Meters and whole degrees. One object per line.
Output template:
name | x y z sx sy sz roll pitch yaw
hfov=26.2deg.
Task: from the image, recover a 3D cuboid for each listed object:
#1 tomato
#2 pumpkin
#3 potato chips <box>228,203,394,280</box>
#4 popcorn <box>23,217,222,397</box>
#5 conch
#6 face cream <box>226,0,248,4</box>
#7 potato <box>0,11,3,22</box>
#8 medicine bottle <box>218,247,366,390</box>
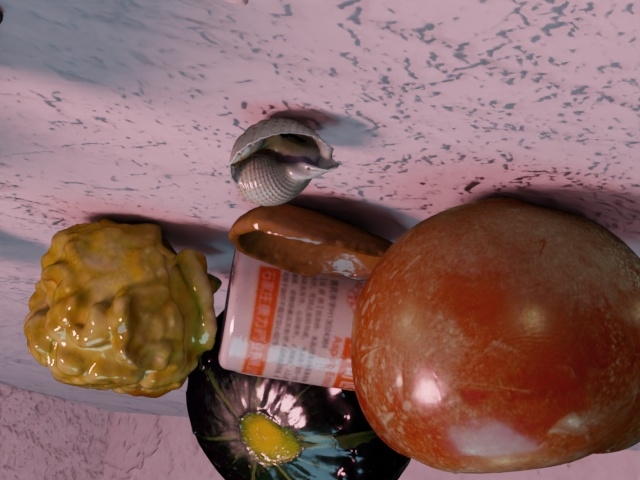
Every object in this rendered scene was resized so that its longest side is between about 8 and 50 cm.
tomato | 0.157 0.075 1.146 0.270 0.223 0.270 -8 179 0
pumpkin | -0.008 0.184 1.652 0.295 0.296 0.296 8 167 2
potato chips | 0.000 0.000 1.299 0.150 0.049 0.201 1 164 43
popcorn | -0.199 0.073 1.455 0.216 0.181 0.235 13 171 -25
conch | -0.032 -0.065 1.033 0.085 0.057 0.076 -25 139 12
face cream | -0.196 -0.170 0.591 0.345 0.102 0.102 8 167 -1
potato | -0.369 -0.078 0.841 0.237 0.289 0.301 27 -178 -4
medicine bottle | 0.024 0.084 1.445 0.252 0.145 0.144 7 167 -6
